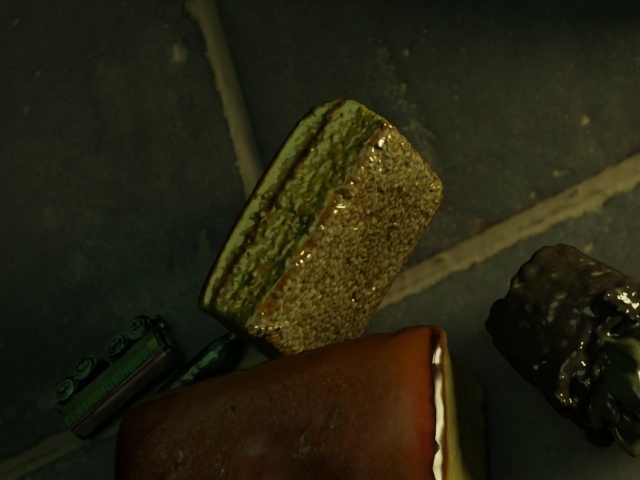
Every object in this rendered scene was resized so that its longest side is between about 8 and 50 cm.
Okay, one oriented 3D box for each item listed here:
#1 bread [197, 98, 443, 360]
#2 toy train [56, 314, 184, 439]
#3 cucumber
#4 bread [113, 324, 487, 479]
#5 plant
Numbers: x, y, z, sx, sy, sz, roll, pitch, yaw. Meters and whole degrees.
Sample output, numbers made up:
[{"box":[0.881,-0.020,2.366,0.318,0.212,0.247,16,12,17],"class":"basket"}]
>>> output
[{"box":[0.000,0.000,1.398,0.111,0.184,0.234,30,84,30],"class":"bread"},{"box":[-0.209,0.137,1.543,0.148,0.038,0.071,-41,53,9],"class":"toy train"},{"box":[-0.124,0.136,1.495,0.155,0.037,0.037,-43,54,7],"class":"cucumber"},{"box":[-0.013,0.267,1.303,0.333,0.143,0.323,-18,59,23],"class":"bread"},{"box":[0.237,0.095,1.250,0.132,0.129,0.194,-52,50,2],"class":"plant"}]
